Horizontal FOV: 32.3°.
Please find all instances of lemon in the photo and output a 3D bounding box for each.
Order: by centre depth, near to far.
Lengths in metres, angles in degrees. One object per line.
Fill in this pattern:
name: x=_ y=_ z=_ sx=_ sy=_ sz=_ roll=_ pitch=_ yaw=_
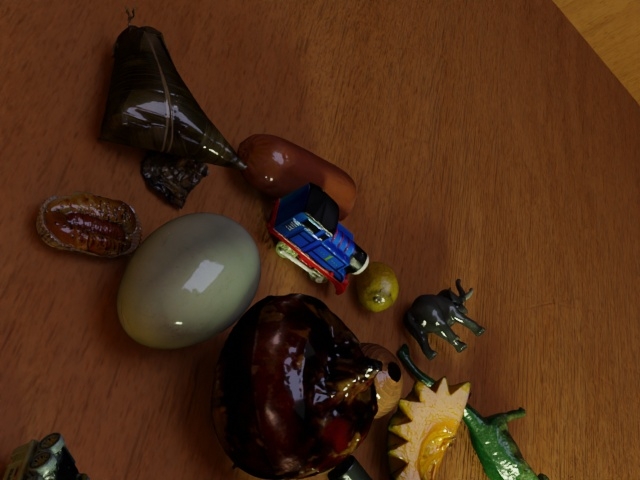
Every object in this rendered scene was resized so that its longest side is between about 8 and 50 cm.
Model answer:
lemon: x=0.108 y=0.086 z=2.103 sx=0.082 sy=0.082 sz=0.111 roll=39 pitch=34 yaw=-30

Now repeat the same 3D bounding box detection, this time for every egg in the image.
egg: x=-0.196 y=0.062 z=1.638 sx=0.183 sy=0.182 sz=0.264 roll=56 pitch=41 yaw=-8

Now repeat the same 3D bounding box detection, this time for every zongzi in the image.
zongzi: x=-0.233 y=-0.238 z=1.824 sx=0.241 sy=0.111 sz=0.248 roll=16 pitch=52 yaw=-23

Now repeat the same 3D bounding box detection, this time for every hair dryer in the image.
hair dryer: x=0.050 y=0.438 z=1.776 sx=0.100 sy=0.057 sz=0.198 roll=52 pitch=22 yaw=-12

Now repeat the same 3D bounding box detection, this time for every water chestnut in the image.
water chestnut: x=-0.020 y=0.220 z=1.666 sx=0.300 sy=0.300 sz=0.300 roll=31 pitch=45 yaw=-37

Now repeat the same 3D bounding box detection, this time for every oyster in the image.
oyster: x=-0.235 y=-0.137 z=1.845 sx=0.105 sy=0.056 sz=0.177 roll=41 pitch=44 yaw=-16

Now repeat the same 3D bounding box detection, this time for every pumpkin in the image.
pumpkin: x=0.168 y=0.366 z=1.980 sx=0.130 sy=0.149 sz=0.254 roll=18 pitch=72 yaw=-4

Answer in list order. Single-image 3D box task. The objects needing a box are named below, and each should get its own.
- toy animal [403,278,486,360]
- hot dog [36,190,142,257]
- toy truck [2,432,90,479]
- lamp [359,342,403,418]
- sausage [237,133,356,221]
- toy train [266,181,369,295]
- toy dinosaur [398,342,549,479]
toy animal: x=0.262 y=0.156 z=2.234 sx=0.137 sy=0.082 sz=0.269 roll=49 pitch=33 yaw=15
hot dog: x=-0.339 y=-0.023 z=1.627 sx=0.192 sy=0.053 sz=0.099 roll=7 pitch=58 yaw=-53
toy truck: x=-0.357 y=0.320 z=1.314 sx=0.191 sy=0.116 sz=0.085 roll=-82 pitch=149 yaw=-59
lamp: x=0.080 y=0.244 z=1.916 sx=0.136 sy=0.136 sz=0.136 roll=31 pitch=45 yaw=-37
sausage: x=-0.047 y=-0.117 z=2.021 sx=0.259 sy=0.113 sz=0.114 roll=23 pitch=50 yaw=-44
toy train: x=0.000 y=0.000 z=1.978 sx=0.204 sy=0.131 sz=0.083 roll=40 pitch=39 yaw=-29
toy dinosaur: x=0.318 y=0.407 z=2.150 sx=0.300 sy=0.087 sz=0.447 roll=12 pitch=51 yaw=-49
